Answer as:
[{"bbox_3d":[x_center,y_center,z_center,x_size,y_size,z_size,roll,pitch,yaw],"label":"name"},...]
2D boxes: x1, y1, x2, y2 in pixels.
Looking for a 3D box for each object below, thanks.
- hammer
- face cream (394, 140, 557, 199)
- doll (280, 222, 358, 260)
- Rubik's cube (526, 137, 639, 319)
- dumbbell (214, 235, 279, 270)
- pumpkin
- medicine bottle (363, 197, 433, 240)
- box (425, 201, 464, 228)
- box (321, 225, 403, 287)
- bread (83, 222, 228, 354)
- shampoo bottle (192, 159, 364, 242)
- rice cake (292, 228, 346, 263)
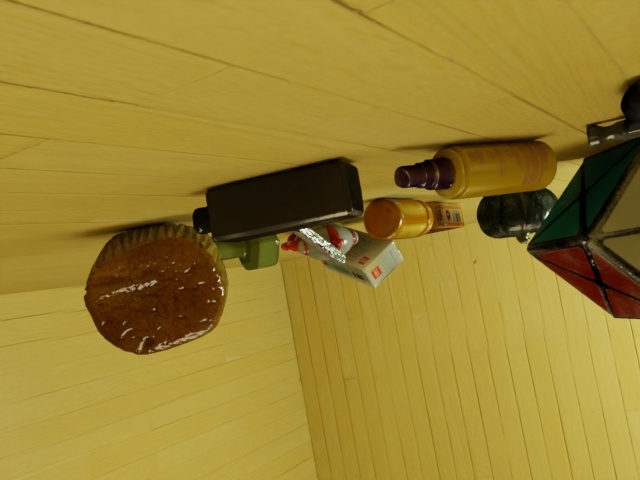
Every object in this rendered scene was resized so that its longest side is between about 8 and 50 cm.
[{"bbox_3d":[0.409,-0.161,0.832,0.137,0.037,0.290,-11,177,21],"label":"hammer"},{"bbox_3d":[0.223,-0.100,0.958,0.273,0.078,0.078,-8,176,-31],"label":"face cream"},{"bbox_3d":[0.000,0.000,1.873,0.200,0.105,0.336,-8,-176,-15],"label":"doll"},{"bbox_3d":[0.595,-0.018,1.260,0.260,0.255,0.259,-53,-176,-11],"label":"Rubik's cube"},{"bbox_3d":[-0.235,0.023,1.414,0.302,0.108,0.121,-7,176,-35],"label":"dumbbell"},{"bbox_3d":[0.506,-0.067,1.695,0.212,0.152,0.211,4,-178,0],"label":"pumpkin"},{"bbox_3d":[0.182,-0.050,1.531,0.096,0.096,0.192,-12,177,31],"label":"medicine bottle"},{"bbox_3d":[0.294,-0.057,1.916,0.174,0.076,0.274,-13,176,27],"label":"box"},{"bbox_3d":[0.112,0.043,1.972,0.135,0.079,0.269,-43,-150,-18],"label":"box"},{"bbox_3d":[-0.303,0.085,1.235,0.253,0.227,0.142,-13,-160,-6],"label":"bread"},{"bbox_3d":[-0.067,-0.050,0.941,0.246,0.079,0.080,-11,175,18],"label":"shampoo bottle"},{"bbox_3d":[-0.006,0.005,1.677,0.033,0.033,0.208,-3,151,42],"label":"rice cake"}]
